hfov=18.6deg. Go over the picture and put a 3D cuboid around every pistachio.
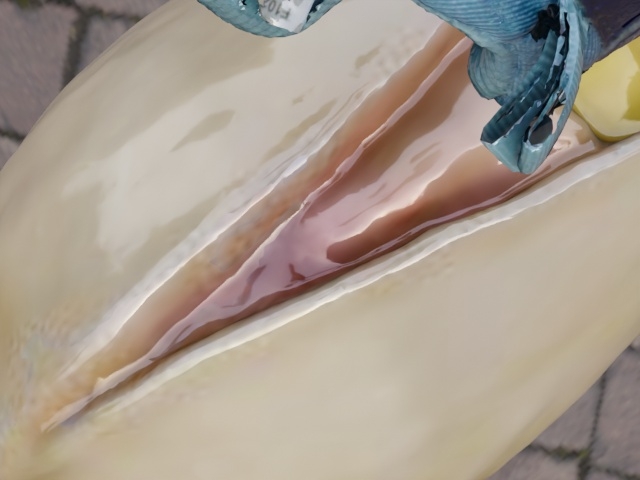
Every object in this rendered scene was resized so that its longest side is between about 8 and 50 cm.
[{"bbox_3d":[0.000,0.000,0.741,0.309,0.230,0.230,-35,79,9],"label":"pistachio"}]

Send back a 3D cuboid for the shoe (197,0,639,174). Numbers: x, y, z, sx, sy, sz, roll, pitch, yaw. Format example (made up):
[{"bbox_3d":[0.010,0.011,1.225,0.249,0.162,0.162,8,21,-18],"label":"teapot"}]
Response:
[{"bbox_3d":[0.004,-0.092,0.379,0.106,0.091,0.207,-46,45,0],"label":"shoe"}]
